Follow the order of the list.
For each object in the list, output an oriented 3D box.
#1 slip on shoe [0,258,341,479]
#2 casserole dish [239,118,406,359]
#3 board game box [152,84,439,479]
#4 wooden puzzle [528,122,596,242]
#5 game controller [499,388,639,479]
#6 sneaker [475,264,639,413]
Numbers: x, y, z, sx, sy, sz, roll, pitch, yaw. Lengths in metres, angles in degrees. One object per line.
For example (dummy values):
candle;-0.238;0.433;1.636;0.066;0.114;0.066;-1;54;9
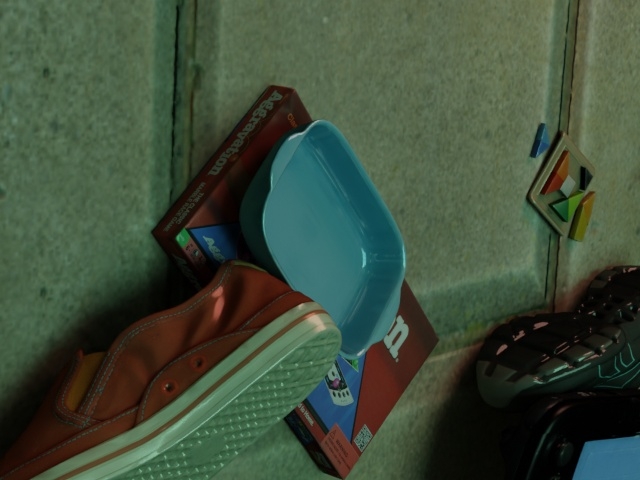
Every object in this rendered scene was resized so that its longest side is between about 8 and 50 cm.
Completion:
slip on shoe;-0.138;0.125;1.081;0.331;0.101;0.123;-36;153;-22
casserole dish;0.000;0.000;1.188;0.188;0.037;0.114;57;51;-39
board game box;-0.008;0.037;1.247;0.145;0.027;0.281;-54;134;-25
wooden puzzle;0.212;-0.048;1.477;0.116;0.014;0.078;32;76;-47
game controller;0.242;0.208;1.460;0.319;0.067;0.166;4;98;-52
sneaker;0.233;0.108;1.480;0.267;0.101;0.106;-22;119;-42
